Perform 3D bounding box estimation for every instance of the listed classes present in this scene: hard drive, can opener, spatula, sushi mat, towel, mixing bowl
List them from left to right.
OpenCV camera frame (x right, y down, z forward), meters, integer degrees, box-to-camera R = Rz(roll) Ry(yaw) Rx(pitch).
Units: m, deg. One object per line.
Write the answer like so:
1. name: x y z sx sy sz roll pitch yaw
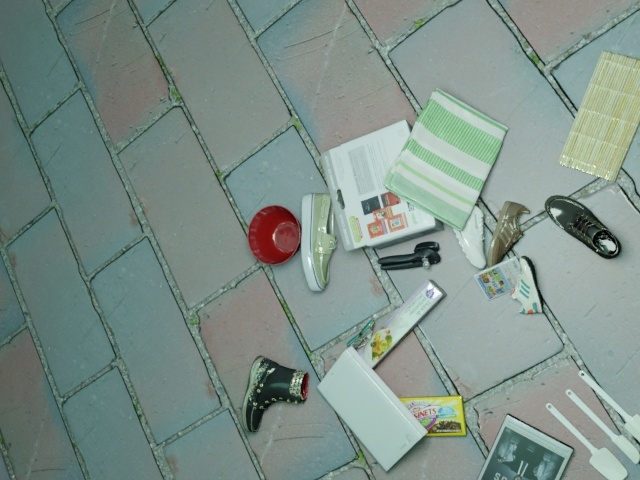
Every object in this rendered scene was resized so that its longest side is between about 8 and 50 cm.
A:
1. mixing bowl: -0.123 -0.014 1.881 0.181 0.098 0.182 -2 85 25
2. hard drive: 0.137 0.475 1.721 0.307 0.040 0.203 47 130 20
3. can opener: 0.253 0.057 1.741 0.186 0.073 0.059 -16 118 25
4. towel: 0.339 -0.223 1.635 0.247 0.038 0.325 29 76 0
5. spatula: 0.697 0.462 1.525 0.242 0.019 0.168 46 105 20
6. sushi mat: 0.739 -0.321 1.566 0.151 0.019 0.317 23 95 25

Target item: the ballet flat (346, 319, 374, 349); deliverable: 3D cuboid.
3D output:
1. ballet flat: 0.127 0.280 1.786 0.114 0.041 0.041 -46 70 14

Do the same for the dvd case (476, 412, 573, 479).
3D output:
1. dvd case: 0.521 0.600 1.588 0.179 0.029 0.239 25 96 24

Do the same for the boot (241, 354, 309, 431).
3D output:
1. boot: -0.138 0.484 1.859 0.178 0.085 0.237 10 90 22

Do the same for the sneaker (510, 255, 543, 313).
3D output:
1. sneaker: 0.526 0.120 1.588 0.075 0.057 0.162 -13 105 27

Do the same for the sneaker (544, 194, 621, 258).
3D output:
1. sneaker: 0.657 -0.043 1.526 0.222 0.118 0.083 42 103 21

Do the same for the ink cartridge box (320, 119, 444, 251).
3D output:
1. ink cartridge box: 0.173 -0.143 1.741 0.271 0.130 0.310 -17 79 21

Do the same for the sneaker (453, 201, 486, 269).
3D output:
1. sneaker: 0.408 -0.037 1.659 0.094 0.090 0.235 -23 78 11

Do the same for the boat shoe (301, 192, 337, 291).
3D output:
1. boat shoe: 0.000 0.000 1.823 0.094 0.109 0.303 -7 81 20

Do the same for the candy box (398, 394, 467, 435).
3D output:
1. candy box: 0.297 0.487 1.696 0.205 0.027 0.105 -9 79 23

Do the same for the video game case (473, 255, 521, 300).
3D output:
1. video game case: 0.482 0.102 1.627 0.122 0.011 0.087 -27 110 20

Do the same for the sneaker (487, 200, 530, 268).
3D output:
1. sneaker: 0.498 -0.009 1.623 0.071 0.066 0.189 17 94 23

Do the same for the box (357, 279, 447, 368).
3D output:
1. box: 0.221 0.245 1.727 0.063 0.067 0.324 46 103 18
